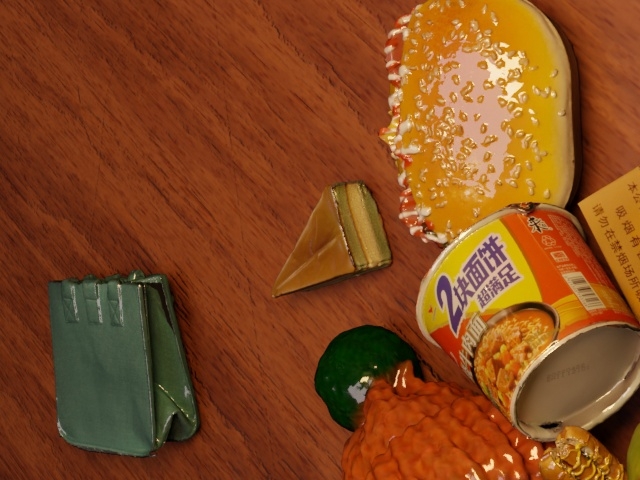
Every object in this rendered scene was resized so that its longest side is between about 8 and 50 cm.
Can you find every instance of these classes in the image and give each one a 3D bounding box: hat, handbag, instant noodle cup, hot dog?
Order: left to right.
[{"bbox_3d":[-0.299,0.183,1.982,0.268,0.100,0.274,-7,92,47],"label":"handbag"},{"bbox_3d":[0.101,0.271,1.510,0.400,0.285,0.285,32,118,41],"label":"hat"},{"bbox_3d":[0.229,0.093,1.361,0.174,0.213,0.213,57,132,44],"label":"instant noodle cup"},{"bbox_3d":[0.289,0.260,1.344,0.165,0.071,0.045,46,168,-20],"label":"hot dog"}]

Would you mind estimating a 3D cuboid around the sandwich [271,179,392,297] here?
[{"bbox_3d":[0.000,0.000,1.680,0.163,0.079,0.114,-21,81,45],"label":"sandwich"}]

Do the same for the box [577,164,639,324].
[{"bbox_3d":[0.393,-0.028,1.315,0.237,0.070,0.152,-36,73,43],"label":"box"}]

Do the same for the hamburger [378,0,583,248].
[{"bbox_3d":[0.178,-0.129,1.445,0.227,0.151,0.295,0,95,40],"label":"hamburger"}]

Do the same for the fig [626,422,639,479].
[{"bbox_3d":[0.427,0.246,1.220,0.326,0.258,0.258,26,116,60],"label":"fig"}]
